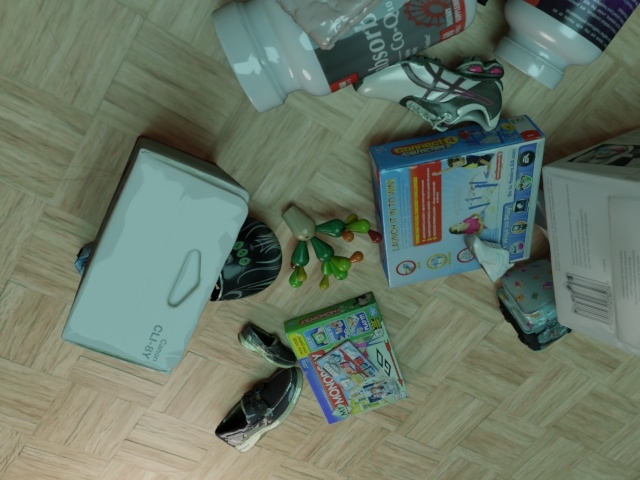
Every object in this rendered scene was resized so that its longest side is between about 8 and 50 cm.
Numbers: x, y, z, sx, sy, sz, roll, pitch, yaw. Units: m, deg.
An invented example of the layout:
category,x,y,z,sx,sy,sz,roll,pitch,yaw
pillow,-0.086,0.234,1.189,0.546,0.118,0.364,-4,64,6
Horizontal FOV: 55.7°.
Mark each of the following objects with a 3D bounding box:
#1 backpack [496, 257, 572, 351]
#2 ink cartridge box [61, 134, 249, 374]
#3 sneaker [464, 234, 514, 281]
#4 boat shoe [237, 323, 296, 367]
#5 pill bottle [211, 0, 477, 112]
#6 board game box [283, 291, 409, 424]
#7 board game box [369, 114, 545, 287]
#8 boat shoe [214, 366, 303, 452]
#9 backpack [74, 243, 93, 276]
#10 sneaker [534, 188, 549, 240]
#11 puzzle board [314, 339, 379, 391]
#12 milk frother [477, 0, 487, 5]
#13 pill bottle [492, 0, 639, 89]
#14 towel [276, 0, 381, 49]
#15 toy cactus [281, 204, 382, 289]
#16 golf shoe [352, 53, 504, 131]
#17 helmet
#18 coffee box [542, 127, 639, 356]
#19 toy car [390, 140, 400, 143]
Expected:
category,x,y,z,sx,sy,sz,roll,pitch,yaw
backpack,0.499,0.124,1.324,0.189,0.165,0.144,-23,127,1
ink cartridge box,-0.262,-0.006,0.957,0.161,0.385,0.279,22,95,-20
sneaker,0.332,0.023,1.193,0.061,0.053,0.152,-36,136,12
boat shoe,-0.112,0.237,1.359,0.152,0.056,0.049,30,117,-24
pill bottle,0.033,-0.351,0.936,0.363,0.210,0.210,-24,121,6
board game box,0.068,0.284,1.423,0.214,0.046,0.317,-20,122,2
board game box,0.262,-0.067,1.187,0.302,0.086,0.308,-11,132,-2
boat shoe,-0.147,0.394,1.424,0.092,0.102,0.285,27,119,-28
backpack,-0.406,0.054,1.186,0.115,0.084,0.104,-20,124,0
sneaker,0.497,-0.061,1.274,0.094,0.080,0.212,-45,125,4
puzzle board,0.062,0.292,1.392,0.096,0.011,0.128,-35,119,12
milk frother,0.268,-0.458,0.948,0.129,0.143,0.134,34,111,-20
pill bottle,0.425,-0.415,0.975,0.182,0.181,0.322,23,114,-21
towel,0.016,-0.476,0.815,0.317,0.053,0.331,-41,81,4
toy cactus,0.000,0.000,1.216,0.219,0.112,0.180,-37,98,34
golf shoe,0.192,-0.255,1.057,0.273,0.105,0.120,-1,86,-7
helmet,-0.152,0.032,1.160,0.162,0.169,0.169,-21,127,-32
coffee box,0.657,-0.003,1.081,0.335,0.338,0.337,-22,112,-23
toy car,0.168,-0.152,1.183,0.060,0.040,0.122,-31,131,23
